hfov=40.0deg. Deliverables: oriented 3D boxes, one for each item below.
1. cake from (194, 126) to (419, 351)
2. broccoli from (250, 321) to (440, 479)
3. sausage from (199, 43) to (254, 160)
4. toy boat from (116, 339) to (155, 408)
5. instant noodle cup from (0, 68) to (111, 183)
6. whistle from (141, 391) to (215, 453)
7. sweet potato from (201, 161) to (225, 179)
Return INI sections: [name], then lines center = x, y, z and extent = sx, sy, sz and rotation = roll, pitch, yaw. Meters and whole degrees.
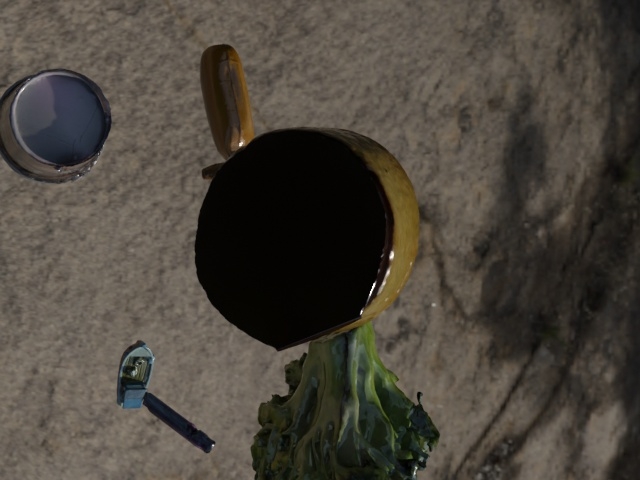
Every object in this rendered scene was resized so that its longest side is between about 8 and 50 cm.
[cake]
center = 0.000, 0.000, 0.819
extent = 0.178, 0.185, 0.208
rotation = 21, 78, -68
[broccoli]
center = 0.017, 0.215, 1.101
extent = 0.247, 0.288, 0.246
rotation = -18, 100, -28
[sausage]
center = -0.197, -0.273, 1.913
extent = 0.112, 0.112, 0.329
rotation = 8, 61, -46
[toy boat]
center = -0.386, 0.281, 1.834
extent = 0.069, 0.059, 0.173
rotation = 5, 114, -27
[instant noodle cup]
center = -0.484, -0.213, 1.610
extent = 0.217, 0.207, 0.218
rotation = 0, 91, -22
[whistle]
center = -0.283, 0.362, 1.745
extent = 0.033, 0.176, 0.033
rotation = -53, 168, -16
[sweet potato]
center = -0.051, -0.100, 1.440
extent = 0.066, 0.314, 0.072
rotation = -59, 147, -35
